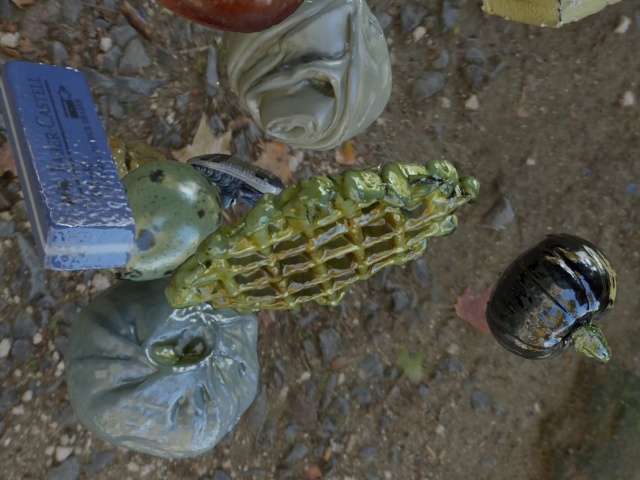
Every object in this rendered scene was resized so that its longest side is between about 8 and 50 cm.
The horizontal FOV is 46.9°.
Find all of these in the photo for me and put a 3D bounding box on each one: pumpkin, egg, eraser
[{"bbox_3d":[0.504,0.143,1.561,0.295,0.296,0.296,-2,102,-8],"label":"pumpkin"},{"bbox_3d":[-0.260,-0.026,1.160,0.228,0.177,0.177,-40,106,-23],"label":"egg"},{"bbox_3d":[-0.237,-0.074,0.684,0.081,0.225,0.036,0,143,-39],"label":"eraser"}]

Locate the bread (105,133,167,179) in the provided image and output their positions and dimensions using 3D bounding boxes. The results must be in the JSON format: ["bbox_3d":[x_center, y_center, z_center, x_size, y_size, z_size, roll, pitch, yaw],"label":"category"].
[{"bbox_3d":[-0.398,-0.128,1.421,0.244,0.244,0.134,-3,89,-7],"label":"bread"}]

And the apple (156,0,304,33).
[{"bbox_3d":[-0.113,-0.368,0.817,0.271,0.206,0.252,3,116,-38],"label":"apple"}]

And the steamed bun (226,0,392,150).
[{"bbox_3d":[-0.032,-0.313,1.368,0.309,0.220,0.325,2,130,15],"label":"steamed bun"}]

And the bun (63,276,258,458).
[{"bbox_3d":[-0.255,0.189,1.262,0.354,0.194,0.355,13,57,-21],"label":"bun"}]

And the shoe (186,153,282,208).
[{"bbox_3d":[-0.182,-0.114,1.510,0.207,0.091,0.106,25,109,6],"label":"shoe"}]

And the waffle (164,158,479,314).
[{"bbox_3d":[0.000,0.000,0.785,0.317,0.297,0.073,0,62,-42],"label":"waffle"}]

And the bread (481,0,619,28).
[{"bbox_3d":[0.502,-0.549,1.573,0.239,0.246,0.111,-32,130,-20],"label":"bread"}]
